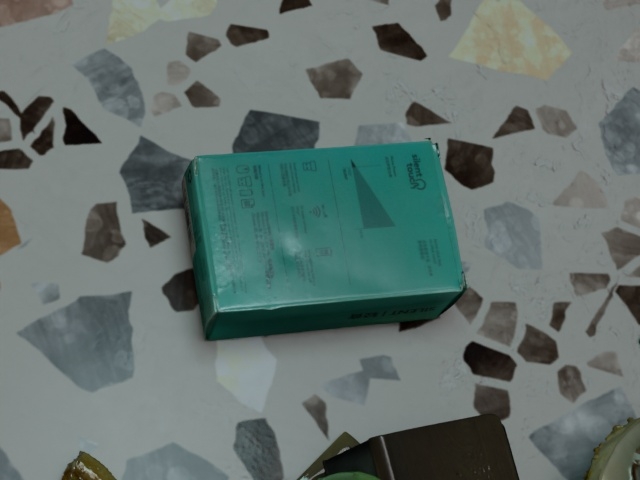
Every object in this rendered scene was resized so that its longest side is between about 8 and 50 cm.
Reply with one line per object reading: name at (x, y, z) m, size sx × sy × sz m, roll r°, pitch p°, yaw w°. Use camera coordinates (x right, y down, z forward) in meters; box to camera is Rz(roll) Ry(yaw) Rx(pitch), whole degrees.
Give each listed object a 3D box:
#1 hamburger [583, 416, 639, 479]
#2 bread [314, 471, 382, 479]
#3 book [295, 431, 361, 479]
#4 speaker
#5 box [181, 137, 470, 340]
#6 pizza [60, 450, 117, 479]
hamburger at (0.446, 0.317, 1.766) m, size 0.291 × 0.225 × 0.291 m, roll 9°, pitch 69°, yaw -23°
bread at (0.032, 0.394, 1.636) m, size 0.045 × 0.301 × 0.301 m, roll 1°, pitch 64°, yaw -48°
book at (0.012, 0.334, 1.780) m, size 0.138 × 0.016 × 0.199 m, roll 45°, pitch 65°, yaw 7°
speaker at (0.127, 0.329, 1.715) m, size 0.193 × 0.153 × 0.230 m, roll -8°, pitch 76°, yaw -27°
box at (0.000, 0.000, 1.859) m, size 0.311 × 0.118 × 0.205 m, roll -6°, pitch 72°, yaw -14°
pizza at (-0.247, 0.353, 1.691) m, size 0.127 × 0.058 × 0.246 m, roll 8°, pitch 64°, yaw -9°
